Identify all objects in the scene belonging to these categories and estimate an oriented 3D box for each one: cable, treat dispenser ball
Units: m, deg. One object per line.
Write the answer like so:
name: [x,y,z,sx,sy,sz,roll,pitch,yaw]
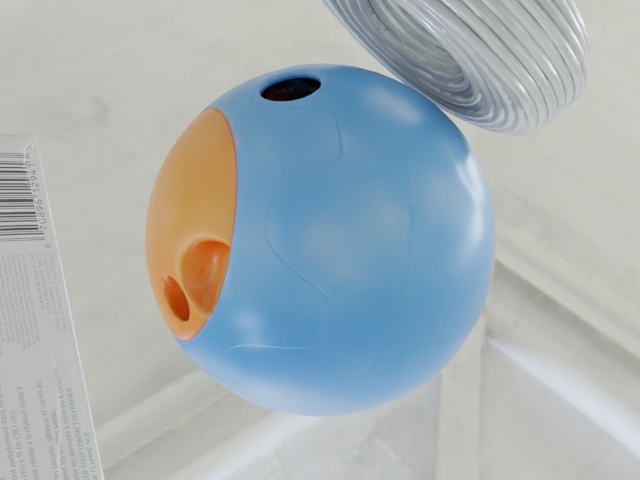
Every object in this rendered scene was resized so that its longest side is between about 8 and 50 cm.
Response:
cable: [0.093,-0.180,0.784,0.089,0.257,0.257,-50,-135,-4]
treat dispenser ball: [0.000,0.000,0.836,0.288,0.288,0.288,-3,-139,3]

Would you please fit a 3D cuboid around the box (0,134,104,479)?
box: [-0.122,0.117,0.394,0.067,0.063,0.324,-5,-104,-44]
